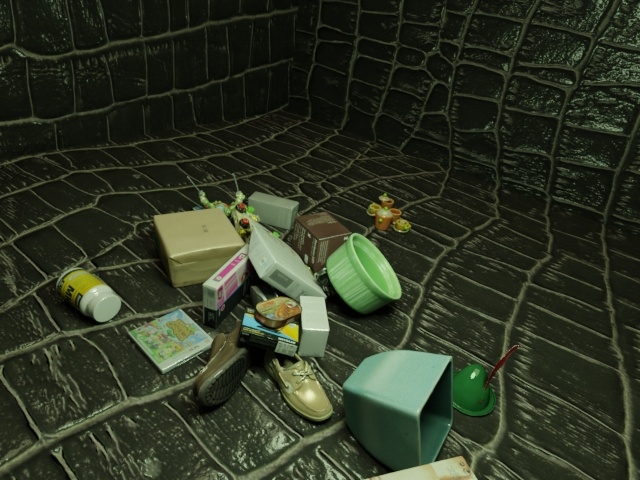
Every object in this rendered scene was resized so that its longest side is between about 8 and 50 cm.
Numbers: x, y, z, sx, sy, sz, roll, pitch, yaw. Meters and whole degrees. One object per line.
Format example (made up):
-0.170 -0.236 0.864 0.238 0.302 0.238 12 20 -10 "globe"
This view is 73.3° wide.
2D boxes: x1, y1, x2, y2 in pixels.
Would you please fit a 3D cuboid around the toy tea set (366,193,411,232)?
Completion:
0.367 -0.171 2.367 0.200 0.124 0.336 1 32 -14 "toy tea set"

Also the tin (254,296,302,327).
-0.136 0.230 1.388 0.106 0.040 0.190 33 20 24 "tin"

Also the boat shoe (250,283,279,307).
-0.159 0.246 1.547 0.091 0.114 0.302 -15 39 -26 "boat shoe"

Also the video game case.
-0.489 0.324 1.415 0.213 0.023 0.193 31 37 32 "video game case"

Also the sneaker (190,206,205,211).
-0.551 -0.107 2.070 0.082 0.069 0.209 -11 36 -36 "sneaker"

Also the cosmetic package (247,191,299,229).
-0.243 -0.152 2.172 0.238 0.127 0.107 18 32 11 "cosmetic package"

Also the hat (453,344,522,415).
0.501 0.418 1.369 0.173 0.183 0.208 24 34 24 "hat"

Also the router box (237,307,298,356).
-0.160 0.284 1.341 0.179 0.046 0.133 18 20 -10 "router box"

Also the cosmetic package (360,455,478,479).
0.218 0.623 0.990 0.297 0.153 0.129 -1 31 -20 "cosmetic package"

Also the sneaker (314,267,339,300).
0.037 0.175 1.678 0.072 0.178 0.077 -33 49 2 "sneaker"

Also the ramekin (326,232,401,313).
0.161 0.135 1.661 0.303 0.148 0.303 42 23 -23 "ramekin"

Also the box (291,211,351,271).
0.000 0.000 1.852 0.167 0.168 0.203 -12 36 -31 "box"

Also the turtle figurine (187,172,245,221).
-0.468 -0.205 2.060 0.198 0.274 0.266 -28 1 -7 "turtle figurine"

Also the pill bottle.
-0.789 0.186 1.468 0.209 0.119 0.119 25 34 25 "pill bottle"

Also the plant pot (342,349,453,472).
0.205 0.454 1.194 0.253 0.246 0.248 8 26 34 "plant pot"

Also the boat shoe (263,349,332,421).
-0.073 0.414 1.304 0.109 0.098 0.302 -15 39 -35 "boat shoe"

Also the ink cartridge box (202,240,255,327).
-0.315 0.146 1.608 0.069 0.175 0.371 16 31 12 "ink cartridge box"

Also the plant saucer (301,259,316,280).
0.006 0.106 1.889 0.189 0.045 0.188 9 31 -2 "plant saucer"

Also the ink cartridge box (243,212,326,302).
-0.168 0.078 1.682 0.308 0.091 0.385 39 6 -40 "ink cartridge box"

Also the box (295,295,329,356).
-0.031 0.295 1.483 0.091 0.130 0.170 5 32 -10 "box"

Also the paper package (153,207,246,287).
-0.504 0.021 1.776 0.310 0.168 0.325 -9 36 -28 "paper package"

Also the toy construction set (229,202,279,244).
-0.300 -0.053 1.939 0.215 0.151 0.327 21 18 -38 "toy construction set"

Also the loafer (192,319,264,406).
-0.287 0.363 1.321 0.130 0.133 0.366 15 21 15 "loafer"
